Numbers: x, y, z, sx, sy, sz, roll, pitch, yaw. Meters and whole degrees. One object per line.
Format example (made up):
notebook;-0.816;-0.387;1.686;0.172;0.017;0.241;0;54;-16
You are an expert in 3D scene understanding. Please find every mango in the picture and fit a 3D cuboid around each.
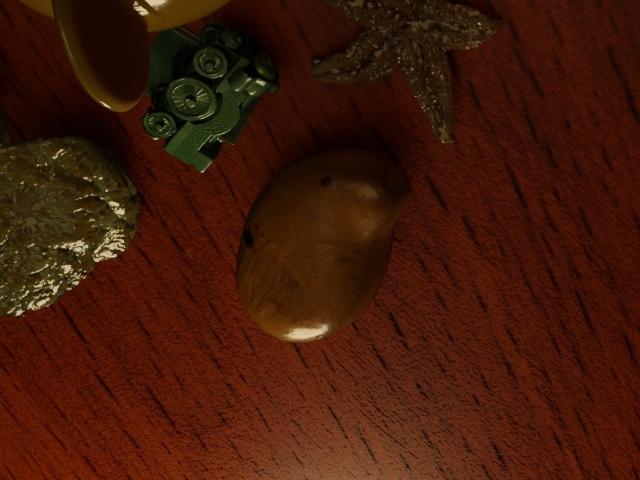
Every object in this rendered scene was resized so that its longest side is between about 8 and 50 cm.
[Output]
mango;0.002;-0.002;1.317;0.177;0.120;0.295;33;125;3

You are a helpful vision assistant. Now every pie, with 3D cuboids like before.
pie;-0.355;-0.024;1.364;0.274;0.105;0.257;-30;138;9

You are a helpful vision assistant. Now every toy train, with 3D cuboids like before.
toy train;-0.122;-0.159;1.254;0.105;0.071;0.178;33;128;-20

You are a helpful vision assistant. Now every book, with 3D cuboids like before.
book;-0.136;-0.180;1.297;0.135;0.017;0.103;30;127;-5

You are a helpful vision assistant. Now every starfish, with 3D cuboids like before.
starfish;0.070;-0.239;1.176;0.231;0.048;0.295;6;124;13

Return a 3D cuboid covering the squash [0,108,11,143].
squash;-0.491;-0.132;1.430;0.219;0.041;0.219;8;122;13

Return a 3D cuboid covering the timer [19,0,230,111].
timer;-0.193;-0.335;0.982;0.376;0.387;0.376;7;123;10
